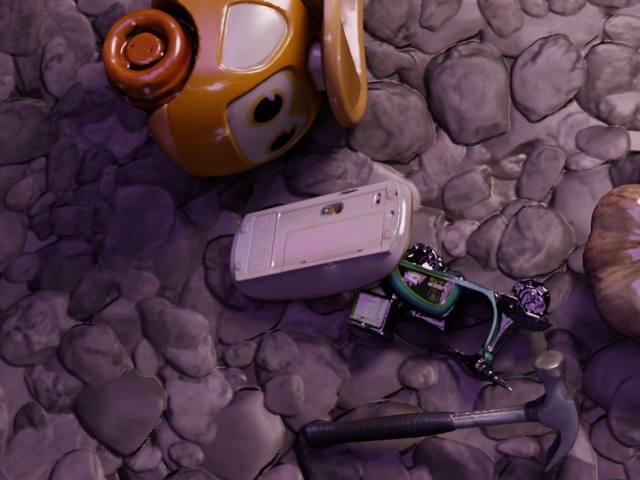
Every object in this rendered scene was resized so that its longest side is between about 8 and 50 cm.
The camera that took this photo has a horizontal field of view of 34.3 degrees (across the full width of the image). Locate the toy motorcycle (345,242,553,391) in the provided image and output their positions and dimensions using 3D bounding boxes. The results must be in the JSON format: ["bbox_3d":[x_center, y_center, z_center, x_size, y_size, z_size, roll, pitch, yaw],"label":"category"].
[{"bbox_3d":[0.119,0.064,0.926,0.173,0.058,0.100,18,85,20],"label":"toy motorcycle"}]

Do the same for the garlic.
[{"bbox_3d":[0.291,0.023,0.872,0.147,0.102,0.159,-32,79,-12],"label":"garlic"}]

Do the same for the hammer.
[{"bbox_3d":[0.101,0.162,0.897,0.246,0.029,0.103,-12,111,22],"label":"hammer"}]

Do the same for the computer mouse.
[{"bbox_3d":[0.001,0.001,0.964,0.199,0.045,0.102,-14,56,32],"label":"computer mouse"}]

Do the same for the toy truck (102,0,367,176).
[{"bbox_3d":[-0.067,-0.202,0.978,0.211,0.204,0.288,2,72,12],"label":"toy truck"}]
